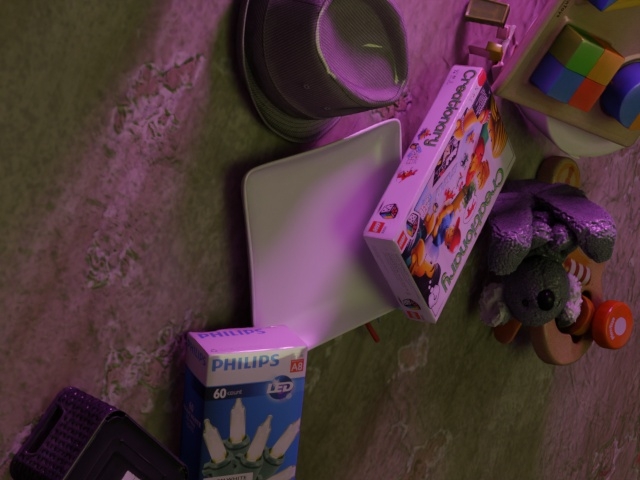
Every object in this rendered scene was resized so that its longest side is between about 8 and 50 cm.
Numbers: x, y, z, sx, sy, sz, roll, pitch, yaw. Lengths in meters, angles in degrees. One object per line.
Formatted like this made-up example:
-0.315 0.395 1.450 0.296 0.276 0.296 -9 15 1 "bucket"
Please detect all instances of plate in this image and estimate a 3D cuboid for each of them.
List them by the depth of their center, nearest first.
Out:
0.000 0.000 1.662 0.278 0.045 0.277 -23 121 -39 "plate"

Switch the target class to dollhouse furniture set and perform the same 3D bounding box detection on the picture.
0.248 -0.296 1.880 0.151 0.058 0.076 60 48 -67 "dollhouse furniture set"

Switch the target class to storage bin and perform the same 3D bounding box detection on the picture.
-0.245 0.262 1.447 0.122 0.084 0.180 -57 139 -18 "storage bin"

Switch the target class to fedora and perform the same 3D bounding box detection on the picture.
0.024 -0.233 1.544 0.243 0.124 0.275 -58 140 -16 "fedora"

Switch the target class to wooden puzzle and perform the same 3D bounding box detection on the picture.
0.447 -0.290 1.823 0.348 0.080 0.322 13 119 -40 "wooden puzzle"

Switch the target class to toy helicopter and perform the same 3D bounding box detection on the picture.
0.390 0.037 2.140 0.235 0.140 0.355 -14 105 -38 "toy helicopter"

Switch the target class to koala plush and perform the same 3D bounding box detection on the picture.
0.337 0.036 1.990 0.196 0.203 0.221 -8 118 -6 "koala plush"

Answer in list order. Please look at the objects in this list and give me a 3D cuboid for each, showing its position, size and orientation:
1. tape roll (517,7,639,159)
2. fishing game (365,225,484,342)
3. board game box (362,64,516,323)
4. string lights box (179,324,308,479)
0.437 -0.269 1.971 0.286 0.100 0.286 -19 136 -20 "tape roll"
0.125 0.008 1.841 0.264 0.041 0.189 -47 129 -21 "fishing game"
0.170 -0.064 1.763 0.305 0.053 0.193 -61 144 -26 "board game box"
-0.100 0.240 1.586 0.133 0.077 0.259 -3 110 -25 "string lights box"
